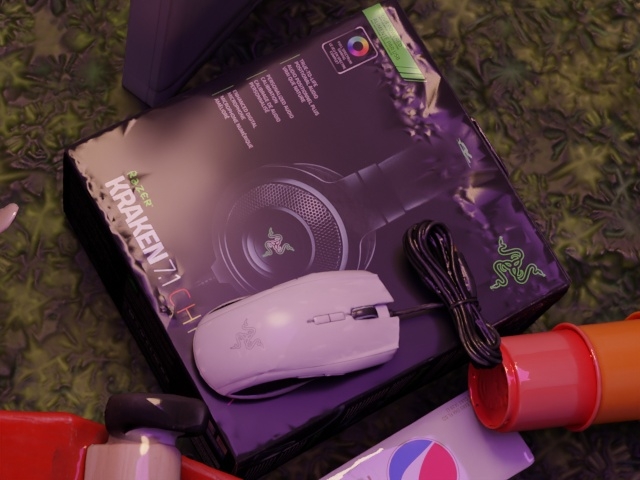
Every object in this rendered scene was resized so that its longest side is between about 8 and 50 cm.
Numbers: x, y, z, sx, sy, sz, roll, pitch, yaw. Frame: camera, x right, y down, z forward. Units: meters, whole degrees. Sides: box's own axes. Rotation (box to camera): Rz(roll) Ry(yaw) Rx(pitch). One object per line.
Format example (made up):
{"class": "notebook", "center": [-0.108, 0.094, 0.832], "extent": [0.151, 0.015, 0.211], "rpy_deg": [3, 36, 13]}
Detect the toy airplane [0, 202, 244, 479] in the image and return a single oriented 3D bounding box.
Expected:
{"class": "toy airplane", "center": [-0.279, 0.149, 0.955], "extent": [0.386, 0.272, 0.384], "rpy_deg": [-41, 98, -26]}

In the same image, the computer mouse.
{"class": "computer mouse", "center": [0.015, 0.053, 1.042], "extent": [0.193, 0.042, 0.106], "rpy_deg": [-15, 77, -14]}

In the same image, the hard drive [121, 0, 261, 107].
{"class": "hard drive", "center": [-0.040, -0.246, 1.109], "extent": [0.047, 0.353, 0.233], "rpy_deg": [38, 70, 4]}

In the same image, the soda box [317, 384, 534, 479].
{"class": "soda box", "center": [0.037, 0.183, 1.122], "extent": [0.216, 0.074, 0.069], "rpy_deg": [-30, 77, -17]}

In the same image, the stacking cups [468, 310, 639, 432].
{"class": "stacking cups", "center": [0.253, 0.089, 1.151], "extent": [0.316, 0.096, 0.096], "rpy_deg": [-4, 72, -20]}

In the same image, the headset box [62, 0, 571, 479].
{"class": "headset box", "center": [0.000, 0.000, 1.150], "extent": [0.283, 0.131, 0.246], "rpy_deg": [-26, 78, -16]}
